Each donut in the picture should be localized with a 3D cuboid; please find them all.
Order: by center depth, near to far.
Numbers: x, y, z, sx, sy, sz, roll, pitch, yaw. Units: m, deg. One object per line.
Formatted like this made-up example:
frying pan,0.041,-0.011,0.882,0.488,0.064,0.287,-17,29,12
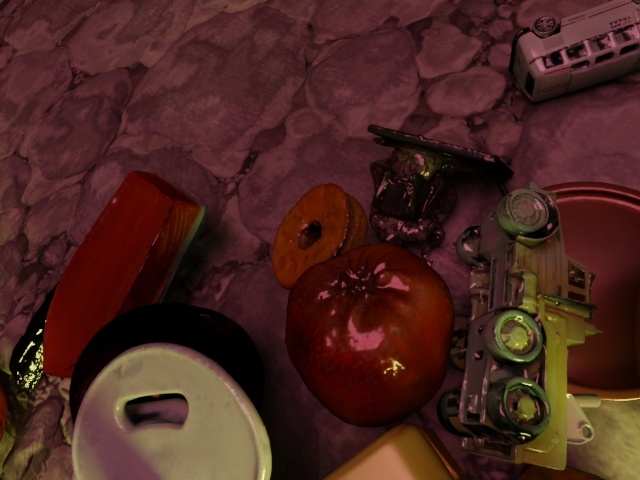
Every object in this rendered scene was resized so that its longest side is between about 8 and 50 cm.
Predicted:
donut,0.000,0.000,0.566,0.151,0.058,0.152,-32,47,42

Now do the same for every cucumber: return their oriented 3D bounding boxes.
cucumber,-0.443,0.129,0.715,0.070,0.046,0.220,21,77,35

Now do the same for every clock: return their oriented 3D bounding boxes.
clock,0.063,0.240,0.382,0.143,0.202,0.096,-35,59,3

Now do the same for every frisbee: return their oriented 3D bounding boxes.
frisbee,0.299,0.047,0.484,0.250,0.021,0.251,-8,65,18

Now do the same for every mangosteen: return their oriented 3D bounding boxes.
mangosteen,-0.176,0.198,0.501,0.211,0.211,0.250,12,90,24

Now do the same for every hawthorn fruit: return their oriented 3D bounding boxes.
hawthorn fruit,0.057,0.111,0.463,0.178,0.201,0.179,-14,32,9

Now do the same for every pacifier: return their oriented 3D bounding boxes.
pacifier,-0.142,0.220,0.288,0.238,0.225,0.288,-11,79,22

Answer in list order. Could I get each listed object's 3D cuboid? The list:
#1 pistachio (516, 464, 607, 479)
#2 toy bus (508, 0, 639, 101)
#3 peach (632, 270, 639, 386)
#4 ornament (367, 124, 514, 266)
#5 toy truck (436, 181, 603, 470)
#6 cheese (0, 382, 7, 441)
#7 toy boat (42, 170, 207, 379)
pistachio,0.243,0.279,0.356,0.110,0.100,0.190,-28,59,11
toy bus,0.354,-0.251,0.559,0.193,0.087,0.089,-16,70,13
peach,0.375,0.060,0.263,0.372,0.290,0.373,5,107,17
ornament,0.120,-0.027,0.556,0.166,0.153,0.196,23,101,28
toy truck,0.209,0.083,0.437,0.135,0.128,0.260,10,68,-4
cheese,-0.590,0.242,0.669,0.216,0.129,0.329,-38,60,0
toy boat,-0.281,0.069,0.640,0.145,0.133,0.332,33,92,24
